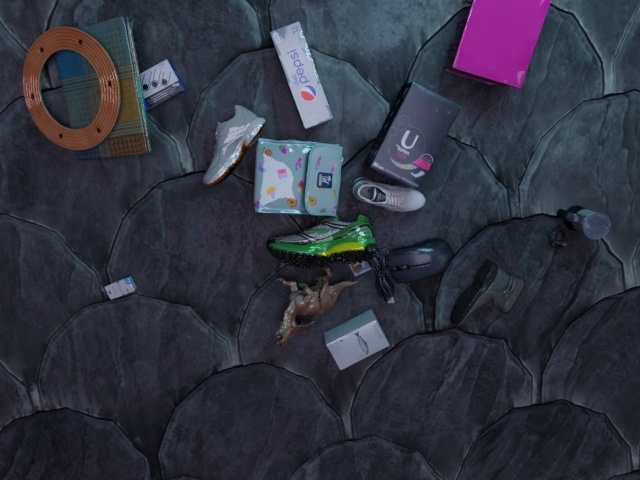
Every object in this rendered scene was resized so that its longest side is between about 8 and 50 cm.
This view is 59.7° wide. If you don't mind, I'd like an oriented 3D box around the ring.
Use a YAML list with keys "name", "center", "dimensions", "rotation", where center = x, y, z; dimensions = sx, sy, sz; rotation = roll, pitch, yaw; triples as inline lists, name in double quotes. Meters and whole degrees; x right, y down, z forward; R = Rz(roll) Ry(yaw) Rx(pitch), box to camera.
- name: "ring"
  center: [-0.704, -0.428, 1.585]
  dimensions: [0.336, 0.032, 0.337]
  rotation: [6, 107, 19]

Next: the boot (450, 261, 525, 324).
- name: "boot"
  center: [0.550, 0.203, 1.814]
  dimensions: [0.161, 0.083, 0.247]
  rotation: [31, 101, -15]

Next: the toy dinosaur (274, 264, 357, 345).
- name: "toy dinosaur"
  center: [-0.024, 0.201, 1.769]
  dimensions: [0.295, 0.127, 0.200]
  rotation: [-17, 111, -11]

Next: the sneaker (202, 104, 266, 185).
- name: "sneaker"
  center: [-0.281, -0.285, 1.665]
  dimensions: [0.121, 0.099, 0.262]
  rotation: [38, 91, -2]

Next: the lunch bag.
- name: "lunch bag"
  center: [-0.066, -0.184, 1.655]
  dimensions: [0.262, 0.160, 0.224]
  rotation: [4, 94, -7]

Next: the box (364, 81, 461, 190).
- name: "box"
  center: [0.267, -0.308, 1.650]
  dimensions: [0.165, 0.143, 0.270]
  rotation: [25, 100, -8]

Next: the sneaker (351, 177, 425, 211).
- name: "sneaker"
  center: [0.211, -0.131, 1.713]
  dimensions: [0.235, 0.095, 0.090]
  rotation: [9, 101, -6]

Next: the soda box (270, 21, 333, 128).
- name: "soda box"
  center: [-0.055, -0.474, 1.622]
  dimensions: [0.091, 0.098, 0.286]
  rotation: [-20, 103, 1]

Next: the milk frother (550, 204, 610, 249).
- name: "milk frother"
  center: [0.803, -0.029, 1.741]
  dimensions: [0.129, 0.135, 0.143]
  rotation: [1, 103, -2]

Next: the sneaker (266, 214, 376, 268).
- name: "sneaker"
  center: [0.000, 0.000, 1.736]
  dimensions: [0.343, 0.134, 0.146]
  rotation: [-4, 67, 5]

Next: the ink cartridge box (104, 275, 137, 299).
- name: "ink cartridge box"
  center: [-0.635, 0.149, 1.771]
  dimensions: [0.083, 0.028, 0.048]
  rotation: [-21, 103, 2]

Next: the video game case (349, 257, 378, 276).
- name: "video game case"
  center: [0.123, 0.044, 1.791]
  dimensions: [0.087, 0.011, 0.122]
  rotation: [-26, 102, 3]

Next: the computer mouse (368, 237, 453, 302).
- name: "computer mouse"
  center: [0.299, 0.082, 1.770]
  dimensions: [0.272, 0.072, 0.189]
  rotation: [-19, 104, -1]

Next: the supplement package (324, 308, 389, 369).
- name: "supplement package"
  center: [0.115, 0.319, 1.804]
  dimensions: [0.179, 0.105, 0.105]
  rotation: [-28, 102, 4]

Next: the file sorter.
- name: "file sorter"
  center: [0.488, -0.600, 1.574]
  dimensions: [0.202, 0.182, 0.291]
  rotation: [14, 103, -7]

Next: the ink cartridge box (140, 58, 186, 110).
- name: "ink cartridge box"
  center: [-0.511, -0.437, 1.636]
  dimensions: [0.207, 0.046, 0.097]
  rotation: [-27, 102, 4]

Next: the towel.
- name: "towel"
  center: [-0.622, -0.424, 1.594]
  dimensions: [0.271, 0.040, 0.370]
  rotation: [-1, 104, 21]
